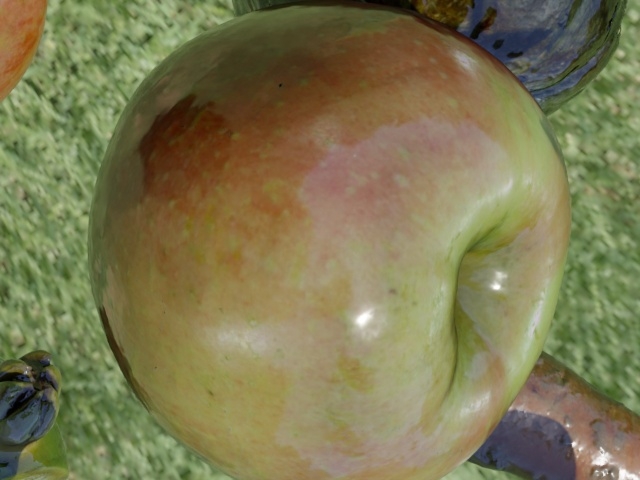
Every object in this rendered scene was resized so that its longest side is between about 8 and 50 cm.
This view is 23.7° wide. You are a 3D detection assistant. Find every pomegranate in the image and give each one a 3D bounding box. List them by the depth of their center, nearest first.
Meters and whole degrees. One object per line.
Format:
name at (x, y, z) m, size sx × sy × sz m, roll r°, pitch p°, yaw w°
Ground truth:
pomegranate at (-0.325, 0.164, 1.327) m, size 0.190 × 0.159 × 0.241 m, roll -20°, pitch 165°, yaw -20°

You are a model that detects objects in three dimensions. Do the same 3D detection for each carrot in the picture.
carrot at (0.207, 0.172, 1.484) m, size 0.302 × 0.138 × 0.138 m, roll 22°, pitch 110°, yaw -3°

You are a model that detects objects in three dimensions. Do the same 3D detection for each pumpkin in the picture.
pumpkin at (0.085, -0.199, 1.193) m, size 0.320 × 0.320 × 0.192 m, roll 24°, pitch 66°, yaw -37°

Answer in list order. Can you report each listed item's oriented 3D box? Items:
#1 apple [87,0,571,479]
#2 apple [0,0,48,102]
apple at (0.000, 0.000, 0.960) m, size 0.319 × 0.277 × 0.319 m, roll -34°, pitch 133°, yaw -46°
apple at (-0.240, -0.147, 0.857) m, size 0.164 × 0.209 × 0.209 m, roll -13°, pitch 125°, yaw -20°
